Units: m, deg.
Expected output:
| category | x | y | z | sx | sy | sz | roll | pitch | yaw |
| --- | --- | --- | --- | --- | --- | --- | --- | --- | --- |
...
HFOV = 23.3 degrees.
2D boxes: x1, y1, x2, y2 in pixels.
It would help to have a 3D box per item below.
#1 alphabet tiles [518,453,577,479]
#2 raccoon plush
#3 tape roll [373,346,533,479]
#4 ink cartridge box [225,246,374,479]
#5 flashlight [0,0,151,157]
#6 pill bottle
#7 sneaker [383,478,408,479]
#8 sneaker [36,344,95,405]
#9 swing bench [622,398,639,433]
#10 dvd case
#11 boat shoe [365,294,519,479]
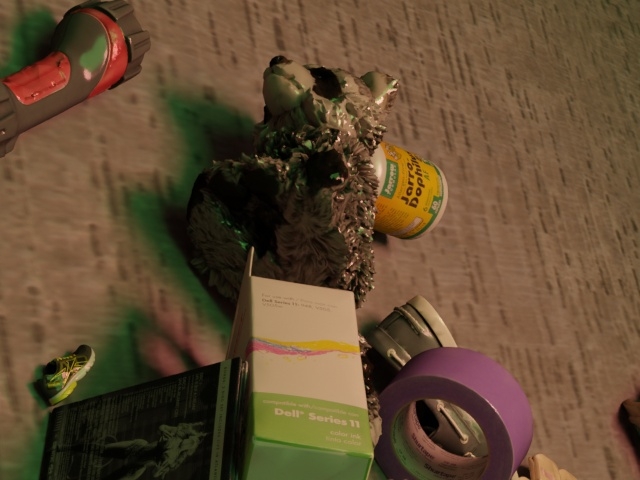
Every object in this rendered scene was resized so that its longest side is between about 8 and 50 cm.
| category | x | y | z | sx | sy | sz | roll | pitch | yaw |
| --- | --- | --- | --- | --- | --- | --- | --- | --- | --- |
| alphabet tiles | 0.338 | 0.442 | 2.130 | 0.278 | 0.021 | 0.284 | 37 | 41 | -47 |
| raccoon plush | 0.000 | 0.000 | 1.885 | 0.299 | 0.216 | 0.447 | -48 | 136 | -55 |
| tape roll | 0.159 | 0.230 | 1.902 | 0.189 | 0.189 | 0.080 | 58 | 33 | -7 |
| ink cartridge box | -0.033 | 0.179 | 1.570 | 0.119 | 0.207 | 0.353 | 9 | 29 | -8 |
| flashlight | -0.301 | -0.177 | 1.653 | 0.103 | 0.103 | 0.304 | 38 | 33 | 10 |
| pill bottle | 0.065 | -0.077 | 2.054 | 0.208 | 0.117 | 0.118 | 19 | 53 | -46 |
| sneaker | 0.081 | 0.335 | 1.747 | 0.217 | 0.079 | 0.121 | 65 | 5 | -84 |
| sneaker | -0.255 | 0.128 | 1.560 | 0.035 | 0.031 | 0.083 | 50 | 36 | -18 |
| swing bench | 0.620 | 0.328 | 2.486 | 0.254 | 0.165 | 0.253 | -29 | 92 | -51 |
| dvd case | -0.170 | 0.205 | 1.452 | 0.018 | 0.221 | 0.165 | 48 | 34 | -43 |
| boat shoe | 0.159 | 0.229 | 2.018 | 0.099 | 0.116 | 0.319 | -29 | 103 | -12 |
